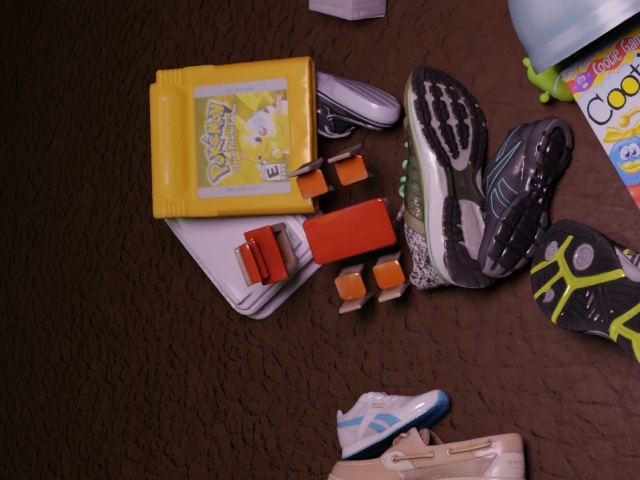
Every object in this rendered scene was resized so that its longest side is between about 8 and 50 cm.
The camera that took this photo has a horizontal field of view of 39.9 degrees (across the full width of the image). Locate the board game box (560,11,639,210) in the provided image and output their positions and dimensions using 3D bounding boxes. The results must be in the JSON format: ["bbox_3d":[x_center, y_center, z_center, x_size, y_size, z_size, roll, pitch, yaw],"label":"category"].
[{"bbox_3d":[0.473,-0.150,1.205,0.144,0.142,0.275,-38,58,30],"label":"board game box"}]

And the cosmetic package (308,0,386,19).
[{"bbox_3d":[0.052,-0.541,1.637,0.127,0.107,0.238,30,126,41],"label":"cosmetic package"}]

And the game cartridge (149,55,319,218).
[{"bbox_3d":[-0.164,-0.185,1.636,0.324,0.053,0.285,-2,90,15],"label":"game cartridge"}]

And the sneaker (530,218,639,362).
[{"bbox_3d":[0.431,0.091,1.209,0.145,0.147,0.384,-65,30,15],"label":"sneaker"}]

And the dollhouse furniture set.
[{"bbox_3d":[0.000,0.000,1.503,0.259,0.135,0.262,-17,97,21],"label":"dollhouse furniture set"}]

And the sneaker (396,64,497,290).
[{"bbox_3d":[0.175,-0.098,1.480,0.182,0.158,0.410,-30,58,50],"label":"sneaker"}]

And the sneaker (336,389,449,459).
[{"bbox_3d":[0.113,0.293,1.483,0.229,0.087,0.092,-32,59,31],"label":"sneaker"}]

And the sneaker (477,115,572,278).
[{"bbox_3d":[0.304,-0.067,1.380,0.106,0.101,0.267,14,77,54],"label":"sneaker"}]

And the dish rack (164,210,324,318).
[{"bbox_3d":[-0.160,-0.031,1.723,0.285,0.072,0.333,-44,78,28],"label":"dish rack"}]

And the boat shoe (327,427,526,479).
[{"bbox_3d":[0.167,0.357,1.407,0.341,0.122,0.110,-8,71,31],"label":"boat shoe"}]

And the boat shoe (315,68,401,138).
[{"bbox_3d":[0.031,-0.248,1.665,0.335,0.121,0.119,34,114,51],"label":"boat shoe"}]

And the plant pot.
[{"bbox_3d":[0.371,-0.390,1.206,0.293,0.293,0.196,-32,92,34],"label":"plant pot"}]

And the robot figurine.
[{"bbox_3d":[0.370,-0.259,1.373,0.101,0.067,0.115,-52,51,7],"label":"robot figurine"}]
